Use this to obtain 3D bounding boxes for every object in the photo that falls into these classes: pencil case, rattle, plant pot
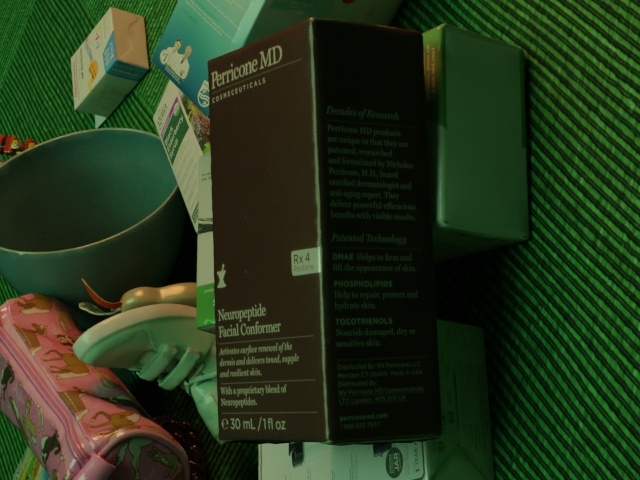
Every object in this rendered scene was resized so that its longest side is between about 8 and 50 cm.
[{"bbox_3d":[-0.292,0.208,1.612,0.386,0.167,0.160,39,123,50],"label":"pencil case"},{"bbox_3d":[-0.200,0.125,1.685,0.130,0.199,0.143,-26,60,50],"label":"rattle"},{"bbox_3d":[-0.309,0.005,1.860,0.290,0.290,0.195,49,157,50],"label":"plant pot"}]

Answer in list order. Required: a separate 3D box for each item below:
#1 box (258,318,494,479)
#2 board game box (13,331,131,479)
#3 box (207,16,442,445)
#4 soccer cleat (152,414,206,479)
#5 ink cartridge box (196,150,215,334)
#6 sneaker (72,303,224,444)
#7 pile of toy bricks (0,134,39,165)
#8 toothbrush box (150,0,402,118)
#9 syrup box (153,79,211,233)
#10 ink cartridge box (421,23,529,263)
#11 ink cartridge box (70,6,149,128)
[{"bbox_3d":[0.047,0.194,1.402,0.290,0.087,0.169,-28,59,49],"label":"box"},{"bbox_3d":[-0.354,0.332,1.881,0.254,0.079,0.336,-97,30,-48],"label":"board game box"},{"bbox_3d":[0.000,0.000,1.284,0.191,0.143,0.381,-12,78,54],"label":"box"},{"bbox_3d":[-0.186,0.382,1.692,0.116,0.108,0.318,122,145,-55],"label":"soccer cleat"},{"bbox_3d":[-0.063,0.009,1.550,0.087,0.153,0.208,-13,69,33],"label":"ink cartridge box"},{"bbox_3d":[-0.152,0.158,1.560,0.094,0.256,0.151,-46,52,46],"label":"sneaker"},{"bbox_3d":[-0.500,-0.076,2.293,0.105,0.118,0.212,6,74,24],"label":"pile of toy bricks"},{"bbox_3d":[-0.023,-0.283,1.514,0.126,0.216,0.295,45,118,32],"label":"toothbrush box"},{"bbox_3d":[-0.134,-0.115,1.749,0.093,0.096,0.237,-60,38,33],"label":"syrup box"},{"bbox_3d":[0.078,-0.079,1.408,0.278,0.117,0.201,-17,68,53],"label":"ink cartridge box"},{"bbox_3d":[-0.340,-0.267,2.132,0.181,0.061,0.104,-40,49,43],"label":"ink cartridge box"}]
